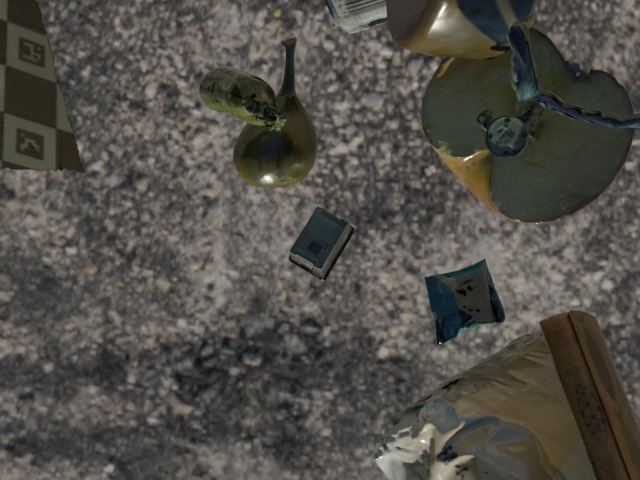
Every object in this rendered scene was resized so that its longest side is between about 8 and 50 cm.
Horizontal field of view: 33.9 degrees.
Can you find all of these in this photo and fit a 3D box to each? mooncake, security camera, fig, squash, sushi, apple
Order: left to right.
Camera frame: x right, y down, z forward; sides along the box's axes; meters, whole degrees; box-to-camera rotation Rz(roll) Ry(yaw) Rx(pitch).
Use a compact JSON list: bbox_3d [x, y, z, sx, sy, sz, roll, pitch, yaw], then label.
[{"bbox_3d":[-0.449,-0.213,1.139,0.320,0.339,0.069,-3,159,-46],"label":"sushi"},{"bbox_3d":[-0.081,-0.144,1.051,0.052,0.183,0.052,-6,107,-20],"label":"squash"},{"bbox_3d":[-0.079,-0.221,1.840,0.151,0.151,0.259,2,94,6],"label":"fig"},{"bbox_3d":[0.190,-0.373,1.345,0.155,0.284,0.284,4,136,-13],"label":"mooncake"},{"bbox_3d":[0.230,-0.139,1.357,0.058,0.092,0.058,-1,102,-2],"label":"security camera"},{"bbox_3d":[0.303,-0.169,1.545,0.293,0.163,0.251,46,99,7],"label":"apple"}]

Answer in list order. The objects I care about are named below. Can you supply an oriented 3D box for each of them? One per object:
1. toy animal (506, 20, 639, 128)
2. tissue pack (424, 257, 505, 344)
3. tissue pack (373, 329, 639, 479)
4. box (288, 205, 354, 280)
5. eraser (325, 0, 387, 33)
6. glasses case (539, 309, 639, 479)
[{"bbox_3d":[0.216,-0.085,0.564,0.253,0.070,0.079,-7,92,-7],"label":"toy animal"},{"bbox_3d":[0.178,0.072,1.266,0.028,0.138,0.085,-12,91,39],"label":"tissue pack"},{"bbox_3d":[0.262,0.291,1.138,0.195,0.390,0.375,-40,81,39],"label":"tissue pack"},{"bbox_3d":[0.000,0.000,1.386,0.060,0.084,0.063,31,172,10],"label":"box"},{"bbox_3d":[0.042,-0.530,1.806,0.155,0.101,0.332,-13,118,25],"label":"eraser"},{"bbox_3d":[0.205,0.135,0.745,0.041,0.170,0.064,-22,150,15],"label":"glasses case"}]
